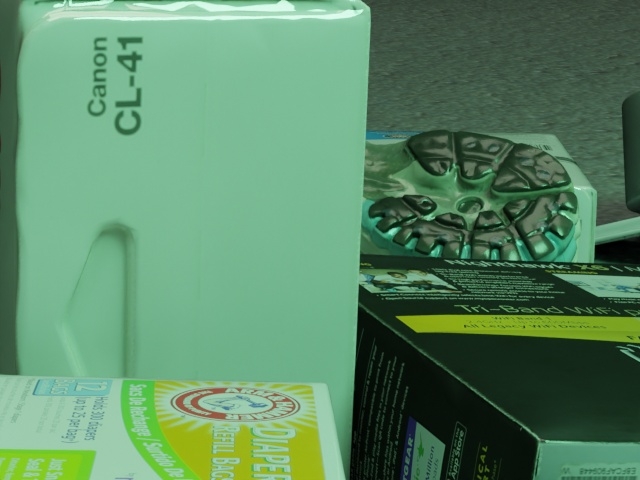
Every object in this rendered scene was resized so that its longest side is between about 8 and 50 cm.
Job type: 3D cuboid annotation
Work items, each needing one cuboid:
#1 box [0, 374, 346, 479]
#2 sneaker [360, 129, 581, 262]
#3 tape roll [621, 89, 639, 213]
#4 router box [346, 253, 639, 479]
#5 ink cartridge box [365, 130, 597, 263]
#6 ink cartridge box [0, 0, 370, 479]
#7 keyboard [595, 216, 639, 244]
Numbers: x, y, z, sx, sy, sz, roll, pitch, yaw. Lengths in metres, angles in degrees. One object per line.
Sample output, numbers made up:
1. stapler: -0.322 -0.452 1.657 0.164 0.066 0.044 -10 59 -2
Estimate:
1. box: -0.049 0.110 0.504 0.114 0.103 0.203 2 11 -3
2. sneaker: 0.000 0.000 0.974 0.283 0.122 0.110 21 50 29
3. tape roll: 0.309 -0.060 1.232 0.219 0.072 0.219 -1 -7 0
4. router box: 0.162 0.073 0.711 0.309 0.081 0.243 2 12 -19
5. ink cartridge box: 0.085 -0.014 1.131 0.140 0.082 0.190 1 14 0
6. ink cartridge box: -0.097 -0.009 0.767 0.131 0.226 0.306 -4 15 -22
7. keyboard: 0.259 -0.019 1.154 0.072 0.014 0.256 -2 -7 -40
